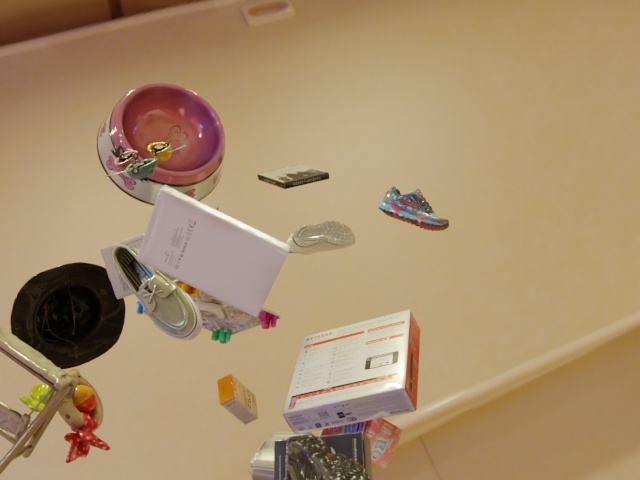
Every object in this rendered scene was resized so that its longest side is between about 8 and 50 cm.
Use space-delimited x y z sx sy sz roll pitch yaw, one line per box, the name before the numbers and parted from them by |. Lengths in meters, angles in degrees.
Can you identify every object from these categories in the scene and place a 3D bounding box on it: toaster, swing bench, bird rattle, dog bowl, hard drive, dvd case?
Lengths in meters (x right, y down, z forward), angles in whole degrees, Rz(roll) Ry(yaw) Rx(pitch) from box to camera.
toaster | -0.110 0.660 1.991 0.147 0.129 0.227 -4 23 27
swing bench | -0.715 0.333 1.512 0.254 0.253 0.165 -54 -1 -1
bird rattle | -0.605 0.419 1.697 0.143 0.253 0.207 -41 8 10
dog bowl | -0.481 -0.315 2.119 0.408 0.408 0.150 -13 -18 -31
hard drive | -0.243 0.028 1.516 0.203 0.308 0.040 -63 3 31
dvd case | -0.102 -0.234 2.450 0.179 0.029 0.239 -16 19 -24

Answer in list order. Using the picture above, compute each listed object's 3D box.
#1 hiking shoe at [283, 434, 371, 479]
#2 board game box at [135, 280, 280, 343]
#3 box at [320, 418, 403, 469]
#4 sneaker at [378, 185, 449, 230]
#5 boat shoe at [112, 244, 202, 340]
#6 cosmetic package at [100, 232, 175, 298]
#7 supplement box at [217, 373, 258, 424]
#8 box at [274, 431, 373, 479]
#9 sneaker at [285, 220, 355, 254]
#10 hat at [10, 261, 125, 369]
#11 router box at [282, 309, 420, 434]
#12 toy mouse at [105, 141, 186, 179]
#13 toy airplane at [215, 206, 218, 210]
hiking shoe | 0.013 0.445 1.225 0.086 0.114 0.227 2 12 -35
board game box | -0.402 0.258 2.373 0.390 0.050 0.390 26 -31 -29
box | 0.120 0.545 1.898 0.128 0.123 0.257 -63 -34 -13
sneaker | 0.336 -0.119 2.362 0.125 0.262 0.104 -67 -23 -1
boat shoe | -0.408 0.127 1.638 0.109 0.302 0.094 -48 -21 -3
cosmetic package | -0.425 0.040 1.851 0.296 0.153 0.129 -17 1 7
supplement box | -0.171 0.331 1.406 0.036 0.062 0.098 -28 -48 10
box | 0.008 0.515 1.478 0.207 0.153 0.108 -7 -33 10
sneaker | 0.000 0.000 2.100 0.235 0.090 0.095 0 -33 -31
hat | -0.741 0.212 1.956 0.331 0.331 0.134 -9 8 -40
router box | 0.091 0.343 1.779 0.336 0.082 0.301 -17 28 21
toy mouse | -0.362 -0.150 1.338 0.143 0.161 0.031 -42 -50 -34
toy airplane | -0.424 -0.066 2.502 0.151 0.028 0.151 -41 2 2
